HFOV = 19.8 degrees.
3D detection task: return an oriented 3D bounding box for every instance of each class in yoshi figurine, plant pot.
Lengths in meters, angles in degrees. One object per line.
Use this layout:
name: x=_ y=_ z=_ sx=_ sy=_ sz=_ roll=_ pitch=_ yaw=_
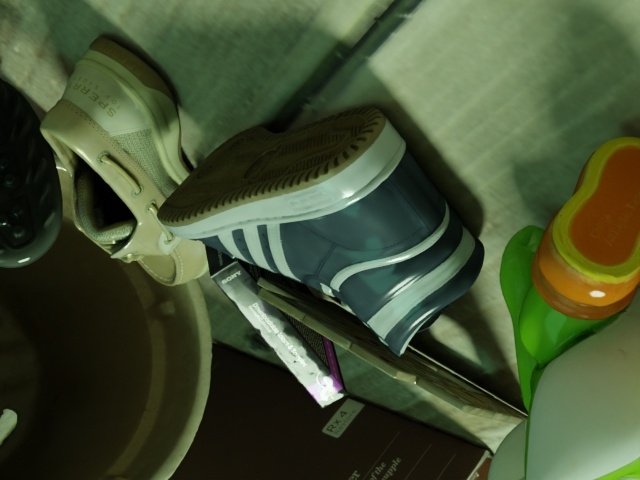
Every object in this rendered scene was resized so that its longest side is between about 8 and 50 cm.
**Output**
yoshi figurine: x=0.197 y=0.092 z=1.098 sx=0.203 sy=0.203 sz=0.362 roll=0 pitch=143 yaw=-8
plant pot: x=-0.310 y=0.115 z=1.657 sx=0.334 sy=0.334 sz=0.305 roll=44 pitch=153 yaw=-13

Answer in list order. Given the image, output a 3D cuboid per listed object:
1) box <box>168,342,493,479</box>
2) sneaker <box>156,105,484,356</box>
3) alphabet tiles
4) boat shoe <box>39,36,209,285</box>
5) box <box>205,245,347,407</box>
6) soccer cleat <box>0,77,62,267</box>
box: x=-0.008 y=0.243 z=1.673 sx=0.381 sy=0.191 sz=0.143 roll=15 pitch=149 yaw=46
sneaker: x=0.000 y=0.000 z=1.266 sx=0.153 sy=0.099 sz=0.282 roll=47 pitch=156 yaw=-19
alphabet tiles: x=0.046 y=0.080 z=1.350 sx=0.198 sy=0.009 sz=0.237 roll=30 pitch=-178 yaw=23
boat shoe: x=-0.156 y=-0.037 z=1.452 sx=0.109 sy=0.098 sz=0.302 roll=31 pitch=159 yaw=20
box: x=-0.039 y=0.042 z=1.437 sx=0.162 sy=0.029 sz=0.116 roll=54 pitch=-168 yaw=-33
soccer cleat: x=-0.297 y=-0.098 z=1.490 sx=0.318 sy=0.108 sz=0.116 roll=52 pitch=172 yaw=22
